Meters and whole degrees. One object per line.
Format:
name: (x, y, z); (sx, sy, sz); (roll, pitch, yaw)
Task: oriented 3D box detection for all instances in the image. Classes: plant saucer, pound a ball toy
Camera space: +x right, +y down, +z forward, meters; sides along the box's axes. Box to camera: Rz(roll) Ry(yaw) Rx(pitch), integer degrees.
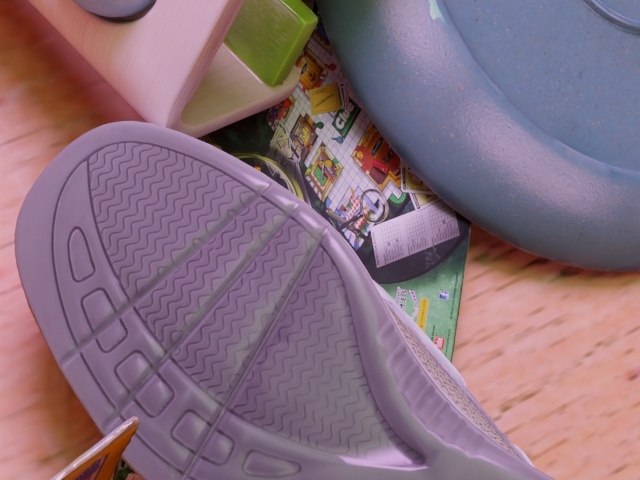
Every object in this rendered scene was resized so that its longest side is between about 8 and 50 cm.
plant saucer: (0.142, -0.144, 0.761); (0.317, 0.043, 0.318); (4, 80, -25)
pound a ball toy: (-0.110, -0.222, 0.652); (0.319, 0.208, 0.135); (45, 39, 14)

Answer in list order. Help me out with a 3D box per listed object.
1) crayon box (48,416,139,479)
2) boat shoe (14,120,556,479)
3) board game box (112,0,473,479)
crayon box: (-0.218, 0.149, 0.490); (0.323, 0.203, 0.083); (-36, 80, -27)
boat shoe: (0.010, 0.081, 0.622); (0.320, 0.103, 0.118); (39, 82, 9)
board game box: (0.000, 0.000, 0.716); (0.136, 0.030, 0.260); (17, 63, -10)
